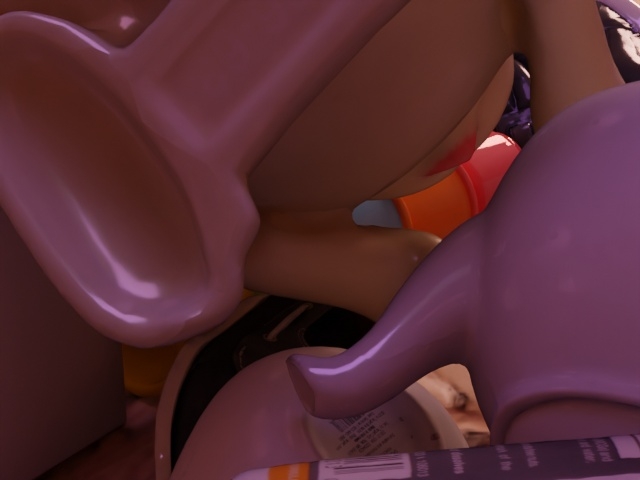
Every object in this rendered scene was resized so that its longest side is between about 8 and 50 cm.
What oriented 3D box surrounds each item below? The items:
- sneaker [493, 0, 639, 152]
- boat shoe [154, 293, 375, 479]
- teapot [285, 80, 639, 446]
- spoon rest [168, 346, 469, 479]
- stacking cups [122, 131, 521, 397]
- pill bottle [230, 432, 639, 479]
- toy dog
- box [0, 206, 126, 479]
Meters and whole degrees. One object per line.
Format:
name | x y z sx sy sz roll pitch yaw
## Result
sneaker | 0.208 -0.055 1.286 0.147 0.104 0.296 -31 40 -10
boat shoe | -0.024 0.082 0.990 0.079 0.084 0.233 -3 19 19
teapot | 0.166 0.069 0.832 0.256 0.252 0.187 -10 45 48
spoon rest | -0.033 0.132 0.850 0.137 0.084 0.276 47 42 14
stacking cups | 0.000 0.000 1.197 0.096 0.096 0.316 14 26 42
pill bottle | 0.106 0.147 0.681 0.278 0.162 0.162 -5 21 1
toy dog | -0.032 -0.122 1.012 0.395 0.284 0.408 36 7 17
box | -0.307 0.035 1.043 0.345 0.168 0.215 4 16 26
